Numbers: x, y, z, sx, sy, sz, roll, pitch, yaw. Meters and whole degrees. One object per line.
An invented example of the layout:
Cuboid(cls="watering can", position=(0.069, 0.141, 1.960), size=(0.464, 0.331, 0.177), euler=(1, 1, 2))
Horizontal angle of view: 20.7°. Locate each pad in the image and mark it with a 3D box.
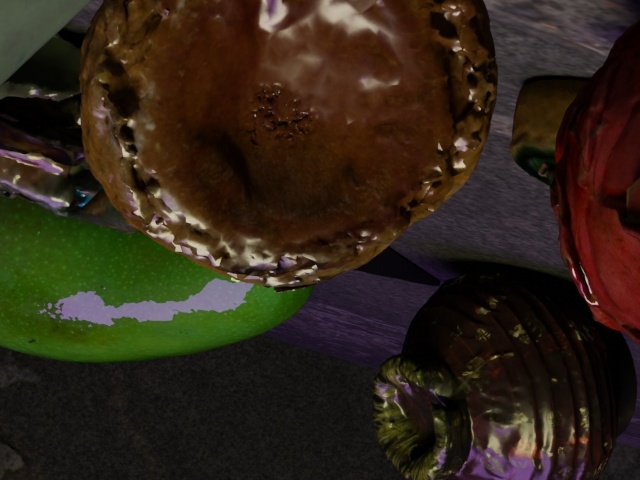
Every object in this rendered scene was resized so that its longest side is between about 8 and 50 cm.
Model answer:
Cuboid(cls="pad", position=(0.000, 0.000, 1.730), size=(0.181, 0.004, 0.267), euler=(11, 170, 27))

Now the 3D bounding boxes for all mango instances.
Cuboid(cls="mango", position=(-0.163, 0.003, 1.414), size=(0.382, 0.201, 0.225), euler=(5, 157, 39))

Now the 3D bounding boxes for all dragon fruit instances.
Cuboid(cls="dragon fruit", position=(0.182, -0.018, 0.763), size=(0.172, 0.172, 0.209), euler=(17, 175, -10))

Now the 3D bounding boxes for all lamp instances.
Cuboid(cls="lamp", position=(0.164, 0.142, 1.608), size=(0.247, 0.247, 0.247), euler=(16, 171, 2))

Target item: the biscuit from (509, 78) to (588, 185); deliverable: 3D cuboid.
Cuboid(cls="biscuit", position=(0.244, -0.022, 0.997), size=(0.287, 0.057, 0.344), euler=(18, 171, -16))

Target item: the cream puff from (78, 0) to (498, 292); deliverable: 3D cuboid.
Cuboid(cls="cream puff", position=(-0.022, -0.084, 0.805), size=(0.183, 0.183, 0.169), euler=(18, -165, -14))

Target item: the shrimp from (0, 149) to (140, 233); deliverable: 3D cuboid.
Cuboid(cls="shrimp", position=(-0.277, -0.108, 1.272), size=(0.445, 0.110, 0.221), euler=(19, 166, 20))

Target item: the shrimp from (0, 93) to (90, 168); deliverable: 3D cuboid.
Cuboid(cls="shrimp", position=(-0.169, -0.098, 1.081), size=(0.365, 0.071, 0.233), euler=(22, -169, 31))

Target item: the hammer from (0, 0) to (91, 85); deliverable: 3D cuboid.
Cuboid(cls="hammer", position=(-0.173, -0.164, 0.588), size=(0.119, 0.206, 0.335), euler=(33, 160, 24))

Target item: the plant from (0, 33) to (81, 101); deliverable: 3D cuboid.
Cuboid(cls="plant", position=(-0.213, -0.128, 0.904), size=(0.203, 0.131, 0.142), euler=(21, 175, 35))
